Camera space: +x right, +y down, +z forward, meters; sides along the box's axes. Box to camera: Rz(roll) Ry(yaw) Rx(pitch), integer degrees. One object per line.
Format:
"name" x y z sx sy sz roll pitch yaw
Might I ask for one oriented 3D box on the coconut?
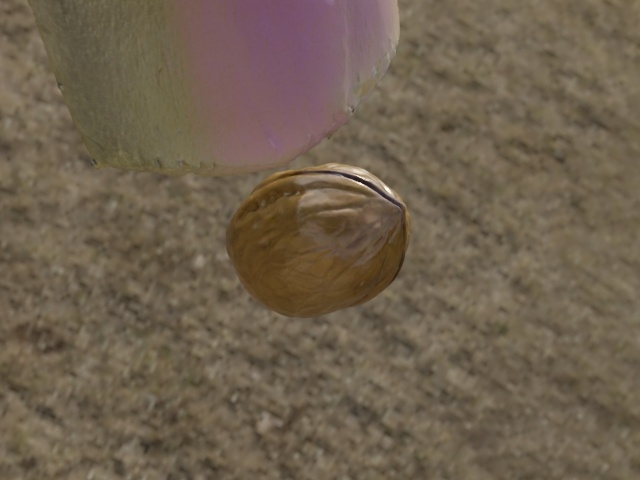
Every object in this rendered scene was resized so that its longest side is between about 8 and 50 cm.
"coconut" -0.078 -0.181 0.922 0.233 0.245 0.233 -9 31 5

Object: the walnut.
"walnut" 0.000 0.000 1.445 0.144 0.180 0.144 19 65 -48
